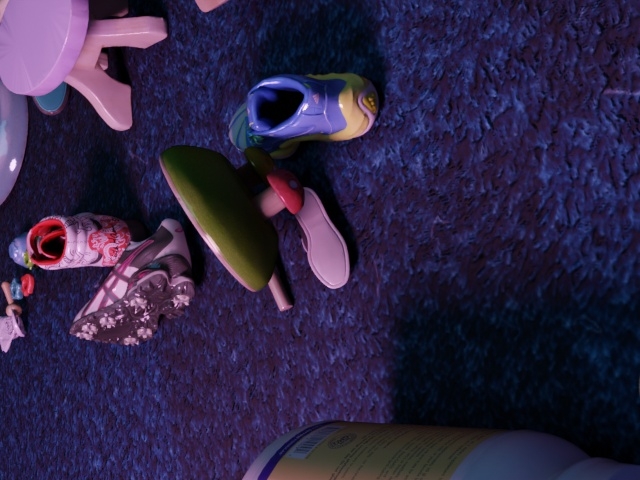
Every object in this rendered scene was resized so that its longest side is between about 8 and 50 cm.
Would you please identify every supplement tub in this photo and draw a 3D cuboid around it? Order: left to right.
[{"bbox_3d":[0.101,0.272,0.652,0.331,0.241,0.241,-10,82,47],"label":"supplement tub"}]

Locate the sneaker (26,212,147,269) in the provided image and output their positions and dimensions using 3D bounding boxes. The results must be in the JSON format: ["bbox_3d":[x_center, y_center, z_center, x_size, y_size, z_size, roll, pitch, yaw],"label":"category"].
[{"bbox_3d":[-0.401,-0.001,1.266,0.270,0.144,0.090,1,90,47],"label":"sneaker"}]

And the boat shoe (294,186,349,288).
[{"bbox_3d":[0.000,0.000,0.913,0.046,0.038,0.125,-27,70,-1],"label":"boat shoe"}]

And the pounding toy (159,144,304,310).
[{"bbox_3d":[-0.071,-0.040,0.901,0.110,0.237,0.183,-34,67,3],"label":"pounding toy"}]

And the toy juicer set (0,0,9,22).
[{"bbox_3d":[-0.549,-0.517,1.487,0.209,0.089,0.329,-8,75,34],"label":"toy juicer set"}]

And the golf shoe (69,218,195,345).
[{"bbox_3d":[-0.269,0.073,1.176,0.272,0.105,0.120,-30,50,38],"label":"golf shoe"}]

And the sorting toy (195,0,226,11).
[{"bbox_3d":[-0.094,-0.437,0.921,0.255,0.089,0.257,-15,109,43],"label":"sorting toy"}]

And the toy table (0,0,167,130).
[{"bbox_3d":[-0.362,-0.299,1.218,0.274,0.160,0.252,10,97,47],"label":"toy table"}]

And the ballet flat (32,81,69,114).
[{"bbox_3d":[-0.485,-0.313,1.427,0.074,0.074,0.203,-18,82,45],"label":"ballet flat"}]

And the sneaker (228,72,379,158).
[{"bbox_3d":[-0.055,-0.148,0.909,0.240,0.126,0.091,-8,83,46],"label":"sneaker"}]

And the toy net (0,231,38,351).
[{"bbox_3d":[-0.554,0.105,1.508,0.122,0.045,0.232,26,110,42],"label":"toy net"}]

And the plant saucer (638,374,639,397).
[{"bbox_3d":[0.287,0.116,0.619,0.083,0.013,0.084,-2,87,47],"label":"plant saucer"}]

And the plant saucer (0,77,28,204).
[{"bbox_3d":[-0.687,-0.216,1.634,0.317,0.043,0.318,-4,83,43],"label":"plant saucer"}]
